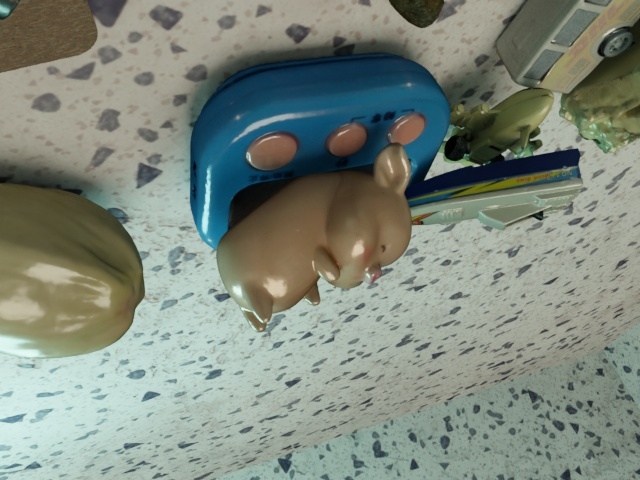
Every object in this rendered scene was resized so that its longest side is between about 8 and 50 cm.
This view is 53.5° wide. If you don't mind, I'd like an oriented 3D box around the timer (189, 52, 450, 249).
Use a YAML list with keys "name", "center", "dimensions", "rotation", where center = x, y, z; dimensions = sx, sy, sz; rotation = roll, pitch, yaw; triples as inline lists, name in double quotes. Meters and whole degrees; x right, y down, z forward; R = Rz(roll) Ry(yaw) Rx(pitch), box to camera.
- name: "timer"
  center: [-0.008, -0.109, 0.856]
  dimensions: [0.340, 0.115, 0.309]
  rotation: [-12, 149, -19]

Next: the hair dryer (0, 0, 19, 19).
- name: "hair dryer"
  center: [-0.246, -0.275, 0.454]
  dimensions: [0.219, 0.071, 0.124]
  rotation: [-46, 143, 22]

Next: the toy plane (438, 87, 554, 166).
- name: "toy plane"
  center: [0.242, -0.152, 0.912]
  dimensions: [0.229, 0.092, 0.244]
  rotation: [19, 168, -19]

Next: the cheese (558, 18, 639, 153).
- name: "cheese"
  center: [0.453, -0.223, 0.860]
  dimensions: [0.233, 0.127, 0.266]
  rotation: [-54, -172, -3]

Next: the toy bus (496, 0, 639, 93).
- name: "toy bus"
  center: [0.358, -0.331, 0.763]
  dimensions: [0.138, 0.097, 0.342]
  rotation: [1, 146, -25]

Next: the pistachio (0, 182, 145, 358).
- name: "pistachio"
  center: [-0.371, 0.030, 0.766]
  dimensions: [0.332, 0.207, 0.226]
  rotation: [17, 170, -34]

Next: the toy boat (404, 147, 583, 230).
- name: "toy boat"
  center: [0.205, -0.053, 0.884]
  dimensions: [0.295, 0.088, 0.129]
  rotation: [-10, 169, 9]

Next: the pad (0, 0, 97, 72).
- name: "pad"
  center: [-0.348, -0.206, 0.561]
  dimensions: [0.266, 0.002, 0.176]
  rotation: [-17, 151, -11]

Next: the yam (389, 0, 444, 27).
- name: "yam"
  center: [0.054, -0.296, 0.640]
  dimensions: [0.061, 0.061, 0.274]
  rotation: [-35, 150, 22]

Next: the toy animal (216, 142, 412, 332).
- name: "toy animal"
  center: [-0.004, -0.003, 0.763]
  dimensions: [0.250, 0.154, 0.166]
  rotation: [-21, 172, -19]
